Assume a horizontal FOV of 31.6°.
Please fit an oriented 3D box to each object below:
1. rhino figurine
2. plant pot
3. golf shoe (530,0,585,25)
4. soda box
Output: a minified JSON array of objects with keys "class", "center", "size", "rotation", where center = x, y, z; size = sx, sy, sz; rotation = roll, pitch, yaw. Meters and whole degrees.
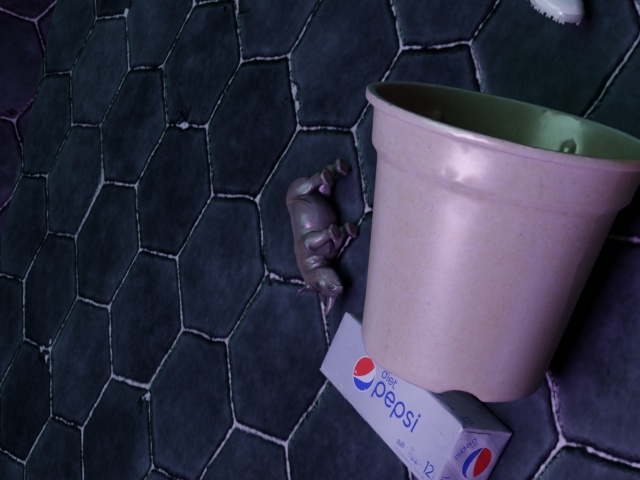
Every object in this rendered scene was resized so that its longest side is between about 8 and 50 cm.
[{"class":"rhino figurine","center":[0.000,0.000,1.708],"size":[0.106,0.073,0.243],"rotation":[-27,60,41]},{"class":"plant pot","center":[0.184,0.004,1.305],"size":[0.334,0.334,0.305],"rotation":[34,118,51]},{"class":"golf shoe","center":[0.294,-0.351,1.428],"size":[0.086,0.069,0.176],"rotation":[112,147,-49]},{"class":"soda box","center":[0.117,0.206,1.473],"size":[0.286,0.091,0.098],"rotation":[42,113,50]}]
